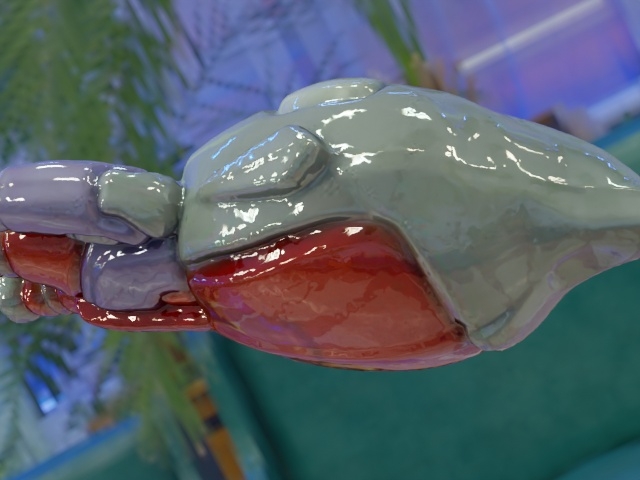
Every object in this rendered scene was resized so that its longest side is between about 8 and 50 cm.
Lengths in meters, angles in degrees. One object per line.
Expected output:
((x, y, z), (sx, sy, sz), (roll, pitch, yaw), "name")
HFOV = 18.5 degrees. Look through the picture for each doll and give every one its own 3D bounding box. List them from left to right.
((0.000, 0.000, 0.531), (0.227, 0.075, 0.102), (-7, -25, 28), "doll")
